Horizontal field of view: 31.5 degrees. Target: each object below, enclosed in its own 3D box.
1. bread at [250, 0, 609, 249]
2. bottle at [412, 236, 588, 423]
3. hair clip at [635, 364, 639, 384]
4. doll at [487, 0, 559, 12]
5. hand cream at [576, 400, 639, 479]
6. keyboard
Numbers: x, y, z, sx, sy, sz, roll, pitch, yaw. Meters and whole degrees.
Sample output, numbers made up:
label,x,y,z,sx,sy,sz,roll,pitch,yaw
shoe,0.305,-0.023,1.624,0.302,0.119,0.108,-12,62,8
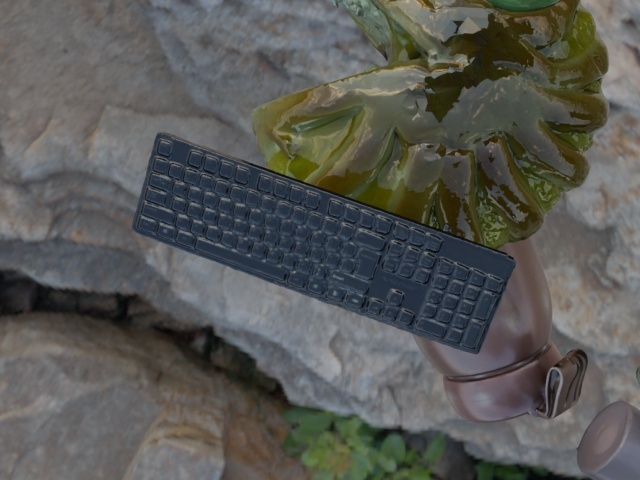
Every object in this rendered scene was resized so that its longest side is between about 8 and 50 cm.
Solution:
label,x,y,z,sx,sy,sz,roll,pitch,yaw
bread,0.110,-0.131,1.017,0.332,0.160,0.333,0,81,-2
bottle,0.186,0.061,1.300,0.206,0.173,0.297,-9,102,54
hair clip,0.353,0.122,0.983,0.091,0.321,0.138,-26,88,23
doll,0.251,-0.262,0.740,0.321,0.198,0.186,-15,97,-22
hand cream,0.371,0.256,1.119,0.247,0.083,0.133,32,145,-8
keyboard,0.000,0.000,0.933,0.309,0.018,0.101,20,111,3
